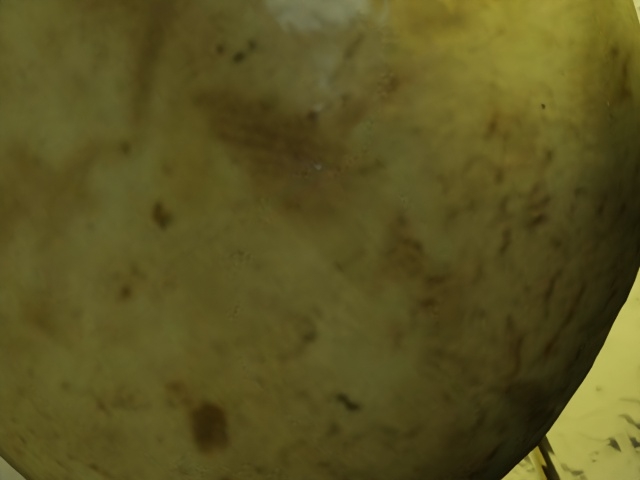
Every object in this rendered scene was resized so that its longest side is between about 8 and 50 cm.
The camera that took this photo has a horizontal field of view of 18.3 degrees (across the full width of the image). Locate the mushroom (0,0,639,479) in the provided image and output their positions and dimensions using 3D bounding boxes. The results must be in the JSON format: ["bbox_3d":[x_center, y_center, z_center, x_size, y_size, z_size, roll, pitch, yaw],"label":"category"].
[{"bbox_3d":[0.000,0.000,0.617,0.254,0.195,0.189,-33,74,26],"label":"mushroom"}]
